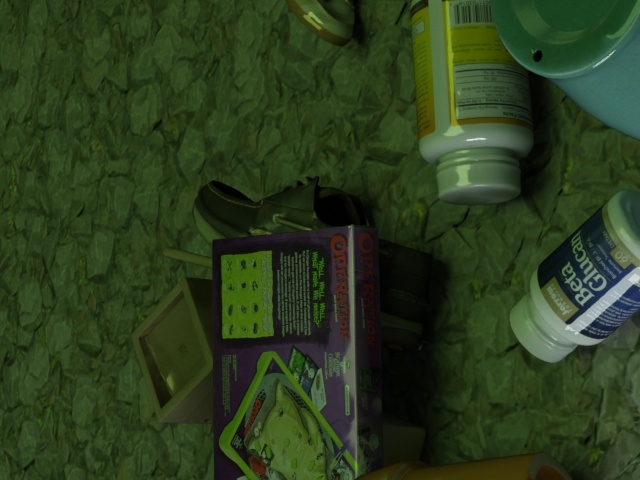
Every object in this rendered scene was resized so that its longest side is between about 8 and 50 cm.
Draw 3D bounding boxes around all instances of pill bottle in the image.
[{"bbox_3d":[0.255,0.039,1.554,0.169,0.094,0.094,-47,51,34],"label":"pill bottle"},{"bbox_3d":[0.154,-0.149,1.686,0.117,0.117,0.215,-16,72,47],"label":"pill bottle"}]

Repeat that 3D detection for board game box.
[{"bbox_3d":[-0.026,0.164,1.736,0.208,0.056,0.347,-6,83,46],"label":"board game box"}]

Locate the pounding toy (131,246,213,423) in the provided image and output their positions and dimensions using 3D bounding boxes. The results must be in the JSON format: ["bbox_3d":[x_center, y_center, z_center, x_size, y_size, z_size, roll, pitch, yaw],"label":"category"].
[{"bbox_3d":[-0.129,0.089,1.994,0.206,0.094,0.181,-45,53,35],"label":"pounding toy"}]

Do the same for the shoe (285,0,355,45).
[{"bbox_3d":[-0.008,-0.316,1.935,0.058,0.076,0.219,-52,46,37],"label":"shoe"}]

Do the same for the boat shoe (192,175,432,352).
[{"bbox_3d":[0.000,0.000,1.853,0.355,0.132,0.130,30,97,38],"label":"boat shoe"}]

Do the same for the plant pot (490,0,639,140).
[{"bbox_3d":[0.292,-0.209,1.430,0.271,0.255,0.272,-11,76,49],"label":"plant pot"}]

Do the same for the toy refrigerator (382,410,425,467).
[{"bbox_3d":[0.025,0.315,1.782,0.102,0.094,0.270,16,94,53],"label":"toy refrigerator"}]

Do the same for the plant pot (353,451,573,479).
[{"bbox_3d":[0.149,0.290,1.576,0.188,0.205,0.205,-25,64,28],"label":"plant pot"}]
